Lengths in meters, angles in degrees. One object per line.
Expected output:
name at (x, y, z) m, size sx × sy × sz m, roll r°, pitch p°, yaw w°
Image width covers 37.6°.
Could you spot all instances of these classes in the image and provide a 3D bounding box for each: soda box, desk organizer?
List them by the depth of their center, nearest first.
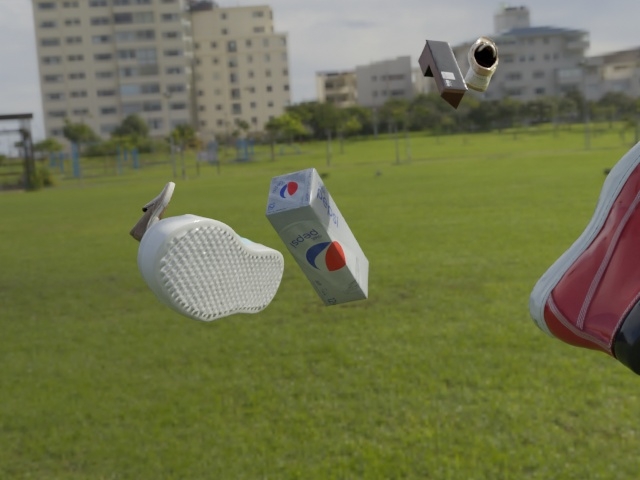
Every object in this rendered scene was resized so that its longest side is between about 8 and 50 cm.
desk organizer at (0.218, -0.299, 1.691) m, size 0.047 × 0.130 × 0.050 m, roll 1°, pitch -39°, yaw -19°
soda box at (0.000, 0.000, 1.761) m, size 0.091 × 0.286 × 0.098 m, roll -12°, pitch 45°, yaw 20°

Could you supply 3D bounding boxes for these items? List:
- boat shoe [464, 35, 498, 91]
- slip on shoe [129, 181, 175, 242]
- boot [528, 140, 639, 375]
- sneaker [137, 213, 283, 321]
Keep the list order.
boat shoe at (0.320, -0.355, 1.824) m, size 0.063 × 0.059 × 0.170 m, roll 19°, pitch 43°, yaw -2°
slip on shoe at (-0.312, -0.056, 1.752) m, size 0.041 × 0.135 × 0.051 m, roll 24°, pitch -22°, yaw -5°
boot at (0.314, 0.004, 0.832) m, size 0.088 × 0.244 × 0.176 m, roll 38°, pitch -6°, yaw -24°
sneaker at (-0.181, 0.032, 1.284) m, size 0.150 × 0.135 × 0.366 m, roll 17°, pitch -5°, yaw 19°
